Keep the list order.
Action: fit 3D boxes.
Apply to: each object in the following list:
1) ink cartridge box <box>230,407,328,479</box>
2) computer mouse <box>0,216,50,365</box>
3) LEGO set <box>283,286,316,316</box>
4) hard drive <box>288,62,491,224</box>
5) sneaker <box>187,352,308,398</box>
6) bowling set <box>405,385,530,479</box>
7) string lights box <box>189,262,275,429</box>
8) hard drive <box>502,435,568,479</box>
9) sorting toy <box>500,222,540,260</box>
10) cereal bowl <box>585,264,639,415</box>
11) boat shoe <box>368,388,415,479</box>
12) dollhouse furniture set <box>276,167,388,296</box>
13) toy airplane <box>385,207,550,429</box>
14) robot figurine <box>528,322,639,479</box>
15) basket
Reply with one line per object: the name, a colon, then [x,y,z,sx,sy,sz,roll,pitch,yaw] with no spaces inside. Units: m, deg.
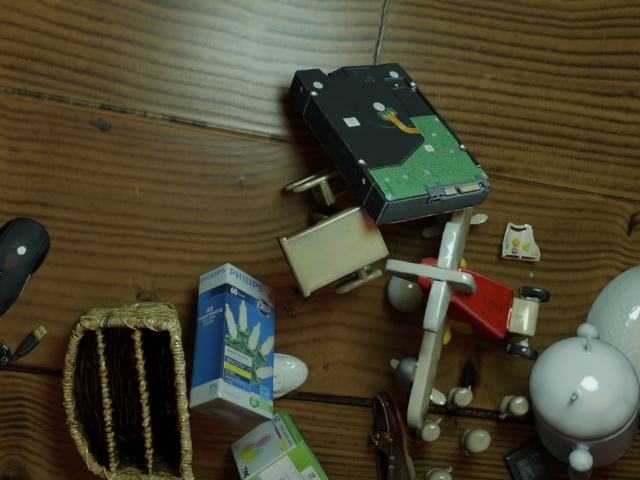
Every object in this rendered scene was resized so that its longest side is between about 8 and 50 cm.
ink cartridge box: [-0.133,0.448,1.496,0.255,0.189,0.097,-33,103,-8]
computer mouse: [-0.551,0.100,1.429,0.184,0.060,0.262,41,86,-13]
LEGO set: [-0.040,0.109,1.573,0.083,0.023,0.054,-38,101,7]
hard drive: [0.119,-0.181,1.422,0.237,0.339,0.064,-12,144,-30]
sneaker: [-0.130,0.278,1.517,0.232,0.115,0.090,-11,98,-12]
bowling set: [0.264,0.354,1.624,0.287,0.154,0.200,-40,79,-5]
string lights box: [-0.152,0.187,1.427,0.133,0.077,0.259,34,43,-41]
hard drive: [0.468,0.472,1.726,0.135,0.022,0.094,-25,101,-9]
sorting toy: [0.407,0.002,1.656,0.083,0.045,0.075,7,87,-13]
cereal bowl: [0.740,0.223,1.705,0.339,0.141,0.338,-1,96,-12]
boat shoe: [0.135,0.404,1.614,0.073,0.073,0.206,-16,99,-13]
dollhouse furniture set: [0.000,0.000,1.454,0.161,0.242,0.212,-25,101,-9]
toy airplane: [0.226,0.102,1.504,0.386,0.272,0.384,-36,120,-40]
robot figurine: [0.513,0.315,1.565,0.200,0.353,0.299,-1,58,19]
basket: [-0.344,0.271,1.412,0.214,0.223,0.299,-4,98,-13]
